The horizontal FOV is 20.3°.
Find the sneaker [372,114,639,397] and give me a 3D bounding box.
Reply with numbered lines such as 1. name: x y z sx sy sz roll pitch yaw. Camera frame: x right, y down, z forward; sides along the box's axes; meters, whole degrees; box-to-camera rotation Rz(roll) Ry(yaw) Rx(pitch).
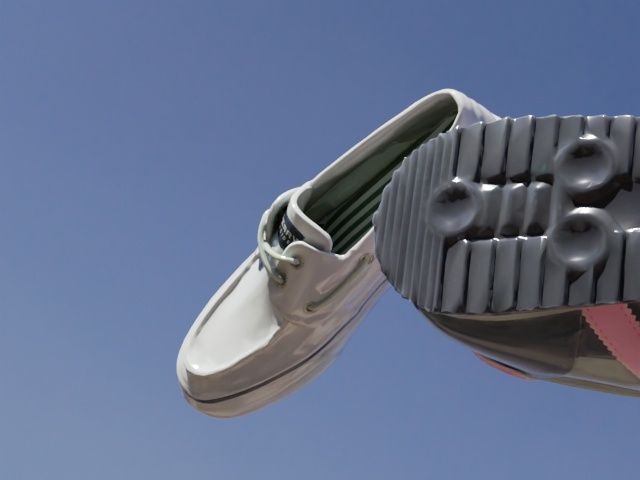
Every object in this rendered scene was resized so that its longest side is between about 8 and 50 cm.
1. sneaker: 0.188 0.018 0.711 0.319 0.112 0.131 9 -18 26

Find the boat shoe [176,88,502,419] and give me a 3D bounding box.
1. boat shoe: 0.000 0.000 0.935 0.076 0.226 0.083 40 9 -49
